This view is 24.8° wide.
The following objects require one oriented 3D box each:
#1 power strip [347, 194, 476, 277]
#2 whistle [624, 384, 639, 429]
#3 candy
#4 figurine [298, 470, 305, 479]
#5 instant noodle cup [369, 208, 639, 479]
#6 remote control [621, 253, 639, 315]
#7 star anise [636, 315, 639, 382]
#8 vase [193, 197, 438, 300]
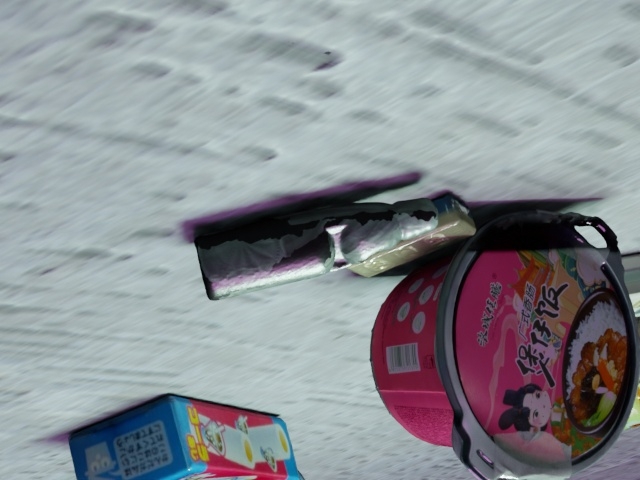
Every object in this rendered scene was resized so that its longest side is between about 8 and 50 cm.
[{"bbox_3d":[0.081,-0.003,1.348,0.123,0.032,0.056,-23,161,17],"label":"power strip"},{"bbox_3d":[0.514,0.216,2.179,0.288,0.106,0.131,-20,154,28],"label":"whistle"},{"bbox_3d":[-0.165,0.278,1.840,0.157,0.100,0.306,-23,161,18],"label":"candy"},{"bbox_3d":[-0.162,0.455,2.052,0.416,0.243,0.297,-12,134,-40],"label":"figurine"},{"bbox_3d":[0.165,0.110,1.453,0.302,0.258,0.182,-45,-162,-31],"label":"instant noodle cup"},{"bbox_3d":[0.352,0.060,1.713,0.277,0.055,0.103,-8,160,-22],"label":"remote control"},{"bbox_3d":[0.360,0.159,1.863,0.236,0.108,0.223,-14,171,-8],"label":"star anise"},{"bbox_3d":[0.000,0.000,1.250,0.212,0.059,0.060,-14,161,-6],"label":"vase"}]
